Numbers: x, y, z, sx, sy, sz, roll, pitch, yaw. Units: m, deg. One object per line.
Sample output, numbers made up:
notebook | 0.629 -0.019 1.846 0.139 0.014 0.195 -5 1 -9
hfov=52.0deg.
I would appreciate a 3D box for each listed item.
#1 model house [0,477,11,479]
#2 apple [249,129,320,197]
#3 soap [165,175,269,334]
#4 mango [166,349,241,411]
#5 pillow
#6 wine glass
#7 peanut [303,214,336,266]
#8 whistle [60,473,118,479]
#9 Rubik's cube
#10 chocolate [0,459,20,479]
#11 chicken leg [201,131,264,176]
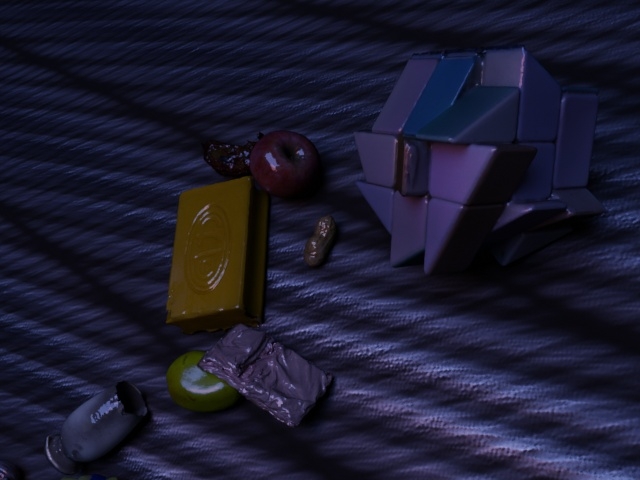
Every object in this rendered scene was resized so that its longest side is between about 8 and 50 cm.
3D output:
model house | -0.633 0.603 1.291 0.300 0.190 0.271 -27 51 -6
apple | -0.079 -0.163 1.415 0.153 0.120 0.154 10 61 -18
soap | -0.221 0.033 1.410 0.204 0.096 0.325 -12 60 20
mango | -0.229 0.279 1.285 0.163 0.089 0.117 14 57 31
pillow | -0.104 0.241 1.230 0.248 0.049 0.135 27 47 27
wine glass | -0.457 0.381 1.334 0.204 0.111 0.111 -38 54 6
peanut | 0.000 0.000 1.344 0.053 0.054 0.113 17 77 32
whistle | -0.432 0.505 1.272 0.227 0.085 0.105 8 59 30
Rubik's cube | 0.257 -0.136 1.126 0.387 0.358 0.369 23 113 59
chocolate | -0.720 0.513 1.423 0.166 0.072 0.072 -6 62 26
chicken leg | -0.193 -0.199 1.541 0.233 0.063 0.105 -2 59 27
